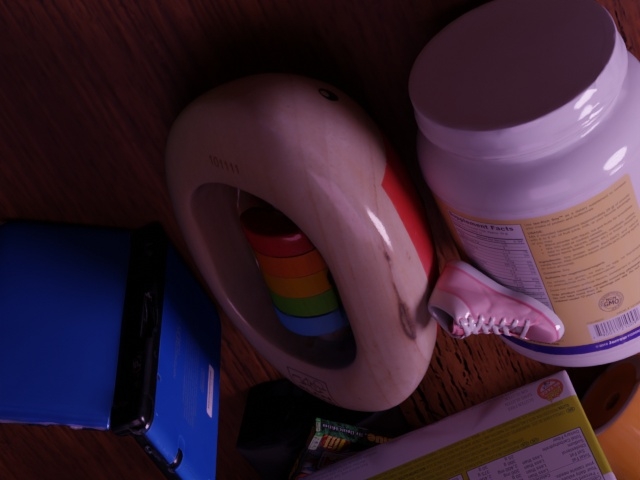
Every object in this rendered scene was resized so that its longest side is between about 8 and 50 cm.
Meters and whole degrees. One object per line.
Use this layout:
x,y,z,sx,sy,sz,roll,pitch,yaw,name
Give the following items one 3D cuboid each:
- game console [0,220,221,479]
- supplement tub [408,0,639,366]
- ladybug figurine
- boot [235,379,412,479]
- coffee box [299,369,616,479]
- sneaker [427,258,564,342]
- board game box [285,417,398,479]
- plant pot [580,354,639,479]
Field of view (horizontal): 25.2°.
-0.237,0.132,1.562,0.173,0.293,0.250,-17,131,15,game console
0.236,-0.058,1.441,0.241,0.241,0.331,-17,130,13,supplement tub
0.000,0.000,1.500,0.305,0.162,0.449,20,144,33,ladybug figurine
0.143,0.322,1.866,0.367,0.146,0.445,-20,126,13,boot
0.211,0.422,1.626,0.338,0.334,0.337,-23,132,3,coffee box
0.166,0.078,1.397,0.134,0.070,0.051,30,150,12,sneaker
0.015,0.325,1.757,0.136,0.030,0.259,13,128,-13,board game box
0.425,0.245,1.773,0.188,0.205,0.205,36,123,-11,plant pot
